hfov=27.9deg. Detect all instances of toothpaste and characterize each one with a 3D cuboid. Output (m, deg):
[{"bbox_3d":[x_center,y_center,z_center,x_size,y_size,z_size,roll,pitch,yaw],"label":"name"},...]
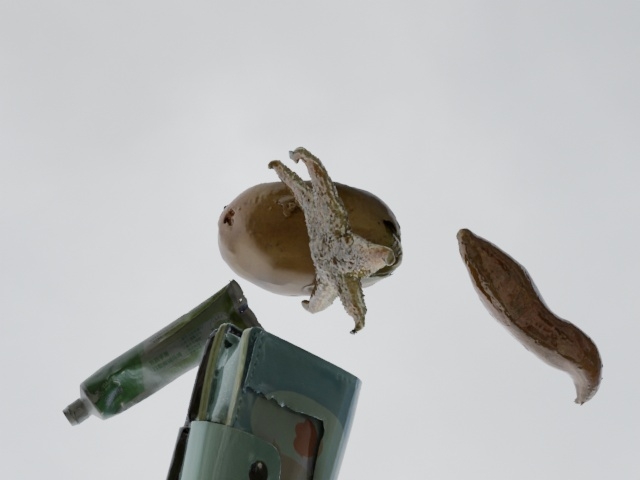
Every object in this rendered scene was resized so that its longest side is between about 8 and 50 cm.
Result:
[{"bbox_3d":[-0.185,0.139,1.485,0.248,0.047,0.078,-32,-76,-8],"label":"toothpaste"}]

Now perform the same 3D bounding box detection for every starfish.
[{"bbox_3d":[0.005,-0.003,1.464,0.048,0.295,0.231,-21,-99,-18],"label":"starfish"}]

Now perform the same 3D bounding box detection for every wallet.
[{"bbox_3d":[-0.054,0.212,1.108,0.176,0.075,0.251,33,-116,-43],"label":"wallet"}]

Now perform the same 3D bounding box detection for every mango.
[{"bbox_3d":[-0.016,0.002,1.624,0.156,0.248,0.151,68,-147,-47],"label":"mango"}]

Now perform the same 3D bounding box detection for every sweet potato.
[{"bbox_3d":[0.188,0.065,1.169,0.202,0.055,0.058,46,-164,-8],"label":"sweet potato"}]
